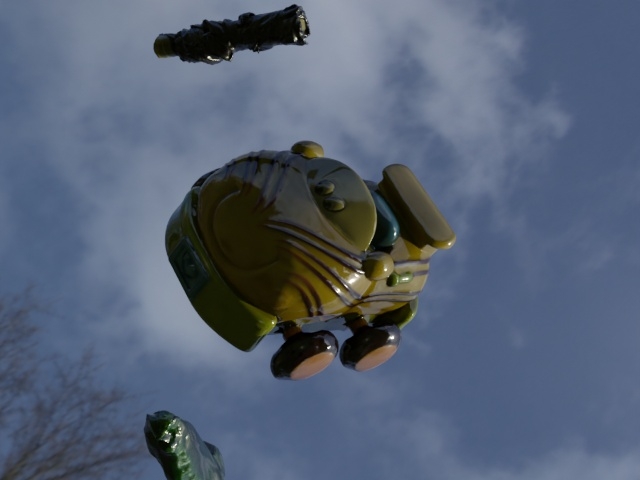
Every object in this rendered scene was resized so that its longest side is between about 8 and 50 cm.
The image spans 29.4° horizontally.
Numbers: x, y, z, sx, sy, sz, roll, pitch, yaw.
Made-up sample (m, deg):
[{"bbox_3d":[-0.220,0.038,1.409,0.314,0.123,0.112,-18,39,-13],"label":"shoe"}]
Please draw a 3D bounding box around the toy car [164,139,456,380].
[{"bbox_3d":[0.000,0.000,1.031,0.142,0.248,0.200,-49,-118,32],"label":"toy car"}]

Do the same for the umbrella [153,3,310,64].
[{"bbox_3d":[-0.076,-0.172,1.036,0.144,0.037,0.040,-4,-82,26],"label":"umbrella"}]

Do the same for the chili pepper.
[{"bbox_3d":[-0.158,0.250,1.402,0.062,0.216,0.108,-22,-119,0],"label":"chili pepper"}]
